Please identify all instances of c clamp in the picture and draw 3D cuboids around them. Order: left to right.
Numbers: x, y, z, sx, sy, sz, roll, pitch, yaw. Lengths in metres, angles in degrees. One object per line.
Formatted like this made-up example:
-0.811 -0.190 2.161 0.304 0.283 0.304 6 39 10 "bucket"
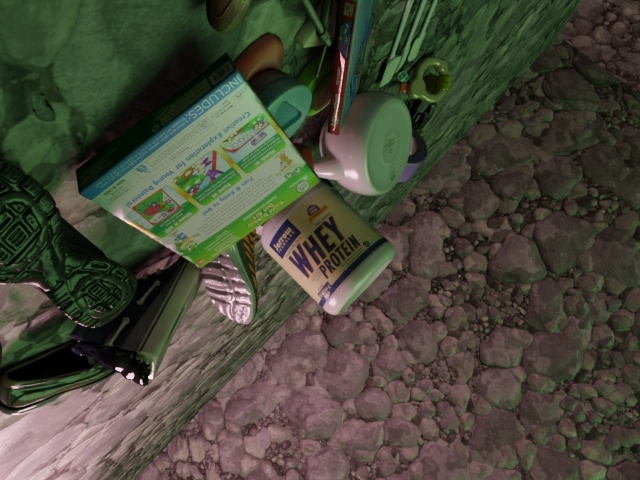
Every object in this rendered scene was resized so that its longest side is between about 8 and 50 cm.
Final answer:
-0.007 -0.331 0.621 0.160 0.022 0.137 38 65 -69 "c clamp"

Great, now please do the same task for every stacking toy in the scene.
-0.025 -0.228 0.793 0.279 0.130 0.309 -45 168 -6 "stacking toy"

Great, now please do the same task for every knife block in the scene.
0.287 -0.356 1.532 0.242 0.088 0.276 -45 167 -3 "knife block"

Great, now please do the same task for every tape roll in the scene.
0.215 -0.269 1.330 0.189 0.189 0.080 -37 164 -37 "tape roll"

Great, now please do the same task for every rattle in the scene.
0.261 -0.451 1.283 0.199 0.143 0.130 -26 129 -19 "rattle"

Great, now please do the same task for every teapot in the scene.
0.087 -0.234 1.056 0.256 0.187 0.253 9 98 -56 "teapot"

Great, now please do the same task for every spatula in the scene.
0.214 -0.482 1.048 0.168 0.019 0.242 -40 167 -23 "spatula"

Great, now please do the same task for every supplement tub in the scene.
0.000 0.000 1.140 0.235 0.325 0.235 -44 168 -12 "supplement tub"

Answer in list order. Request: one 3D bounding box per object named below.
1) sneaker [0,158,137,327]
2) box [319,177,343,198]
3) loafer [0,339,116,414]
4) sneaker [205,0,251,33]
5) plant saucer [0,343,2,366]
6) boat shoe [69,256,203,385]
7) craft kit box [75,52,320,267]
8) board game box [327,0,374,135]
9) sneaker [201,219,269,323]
-0.341 -0.001 0.518 0.109 0.130 0.286 -48 147 -22 "sneaker"
-0.039 -0.082 1.381 0.233 0.059 0.183 -47 168 5 "box"
-0.472 0.235 0.869 0.267 0.096 0.084 -26 148 -51 "loafer"
-0.100 -0.314 0.463 0.071 0.066 0.188 -10 140 -43 "sneaker"
-0.589 0.246 0.609 0.310 0.050 0.311 -45 168 -12 "plant saucer"
-0.332 0.098 0.871 0.341 0.158 0.127 -76 -171 -50 "boat shoe"
-0.156 -0.092 0.645 0.249 0.061 0.247 -35 142 5 "craft kit box"
0.055 -0.332 0.779 0.281 0.027 0.145 98 13 -60 "board game box"
-0.145 0.002 0.888 0.180 0.124 0.321 -45 139 -47 "sneaker"
